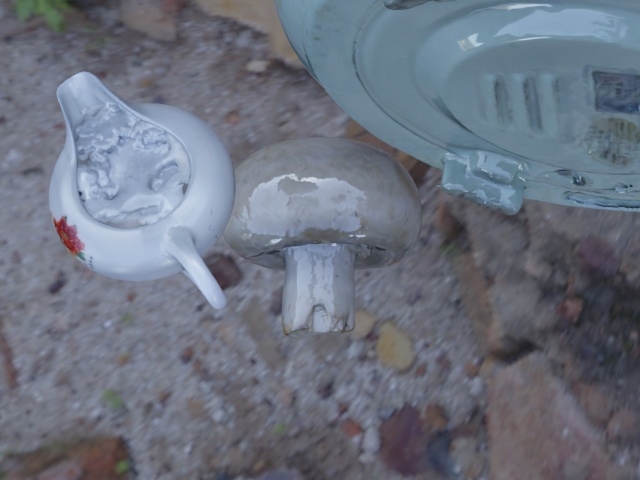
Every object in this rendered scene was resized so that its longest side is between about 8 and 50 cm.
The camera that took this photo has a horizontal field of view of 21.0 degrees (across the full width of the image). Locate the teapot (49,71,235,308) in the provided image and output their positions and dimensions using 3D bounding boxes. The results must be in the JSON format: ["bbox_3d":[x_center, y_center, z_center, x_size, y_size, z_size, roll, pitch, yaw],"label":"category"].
[{"bbox_3d":[-0.130,-0.029,1.324,0.145,0.092,0.226,-37,61,-5],"label":"teapot"}]

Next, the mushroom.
[{"bbox_3d":[0.000,0.000,1.688,0.204,0.204,0.204,2,100,14],"label":"mushroom"}]

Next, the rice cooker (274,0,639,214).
[{"bbox_3d":[0.105,-0.142,0.558,0.226,0.226,0.244,6,65,13],"label":"rice cooker"}]
